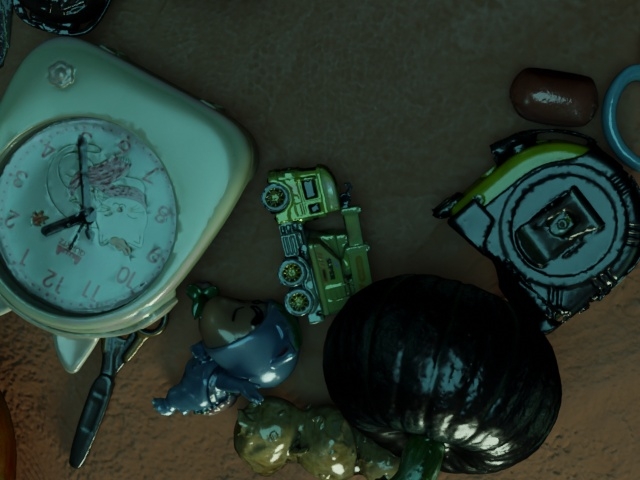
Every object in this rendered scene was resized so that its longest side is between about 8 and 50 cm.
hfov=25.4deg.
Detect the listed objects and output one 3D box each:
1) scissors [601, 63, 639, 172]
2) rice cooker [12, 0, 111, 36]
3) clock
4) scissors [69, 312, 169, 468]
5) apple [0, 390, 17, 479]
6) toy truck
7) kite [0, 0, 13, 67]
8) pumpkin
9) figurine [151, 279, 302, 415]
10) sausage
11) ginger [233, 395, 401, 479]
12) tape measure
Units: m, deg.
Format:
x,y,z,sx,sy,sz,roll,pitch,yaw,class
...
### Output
x,y,z,sx,sy,sz,roll,pitch,yaw,class
0.501,-0.061,1.486,0.447,0.029,0.192,36,87,-5,scissors
-0.262,-0.298,1.481,0.112,0.106,0.165,14,86,0,rice cooker
-0.242,-0.032,1.503,0.265,0.108,0.324,30,96,3,clock
-0.239,0.154,1.581,0.088,0.017,0.220,21,99,2,scissors
-0.450,0.209,1.471,0.302,0.301,0.301,1,98,4,apple
0.000,0.000,1.514,0.100,0.077,0.168,-12,95,3,toy truck
-0.370,-0.332,1.530,0.152,0.015,0.285,22,101,-2,kite
0.114,0.164,1.431,0.248,0.248,0.248,1,98,4,pumpkin
-0.112,0.117,1.528,0.178,0.114,0.144,-39,92,16,figurine
0.244,-0.147,1.485,0.094,0.059,0.054,8,111,-1,sausage
0.007,0.222,1.542,0.204,0.080,0.104,7,130,4,ginger
0.242,-0.022,1.478,0.186,0.112,0.199,-41,94,6,tape measure
